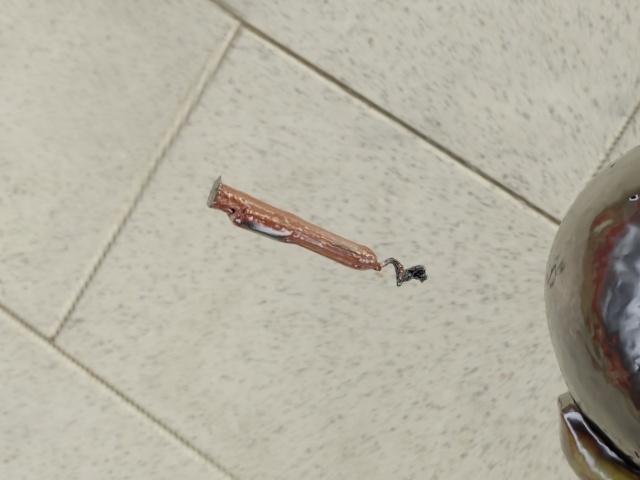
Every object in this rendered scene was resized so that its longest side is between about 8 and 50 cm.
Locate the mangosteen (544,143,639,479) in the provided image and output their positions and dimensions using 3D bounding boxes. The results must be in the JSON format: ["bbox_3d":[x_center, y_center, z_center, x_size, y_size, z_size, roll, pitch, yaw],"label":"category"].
[{"bbox_3d":[0.211,0.060,0.709,0.211,0.211,0.250,29,138,13],"label":"mangosteen"}]

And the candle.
[{"bbox_3d":[0.000,0.001,0.927,0.167,0.021,0.026,23,58,-22],"label":"candle"}]
